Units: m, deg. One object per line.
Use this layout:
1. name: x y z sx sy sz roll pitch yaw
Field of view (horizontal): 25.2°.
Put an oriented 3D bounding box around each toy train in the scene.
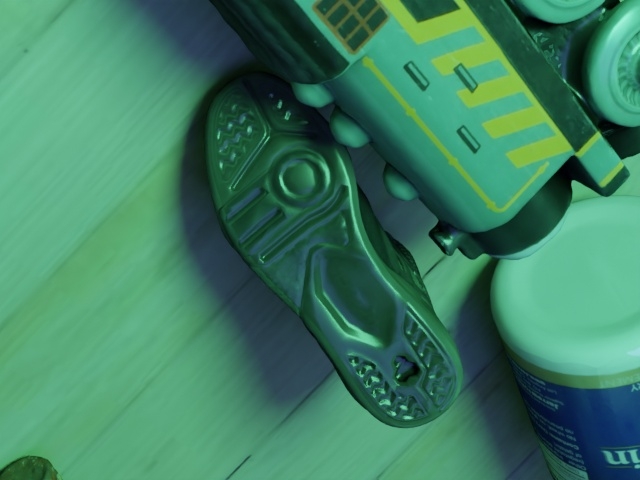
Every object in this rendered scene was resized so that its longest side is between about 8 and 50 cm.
1. toy train: 0.068 -0.127 0.771 0.190 0.142 0.334 -46 128 -1

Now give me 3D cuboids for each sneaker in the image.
1. sneaker: 0.000 0.000 0.867 0.087 0.130 0.227 -35 103 0

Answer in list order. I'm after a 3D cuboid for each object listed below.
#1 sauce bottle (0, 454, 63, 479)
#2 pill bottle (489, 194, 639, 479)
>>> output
1. sauce bottle: -0.165 0.191 0.909 0.042 0.042 0.128 -29 128 -11
2. pill bottle: 0.223 0.108 1.012 0.153 0.153 0.265 -33 131 -8
